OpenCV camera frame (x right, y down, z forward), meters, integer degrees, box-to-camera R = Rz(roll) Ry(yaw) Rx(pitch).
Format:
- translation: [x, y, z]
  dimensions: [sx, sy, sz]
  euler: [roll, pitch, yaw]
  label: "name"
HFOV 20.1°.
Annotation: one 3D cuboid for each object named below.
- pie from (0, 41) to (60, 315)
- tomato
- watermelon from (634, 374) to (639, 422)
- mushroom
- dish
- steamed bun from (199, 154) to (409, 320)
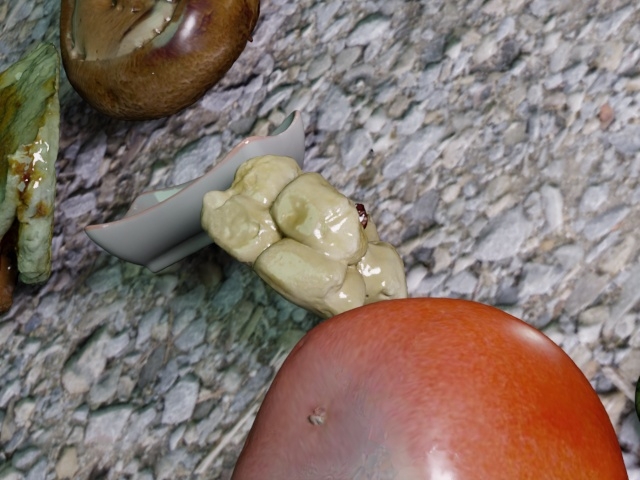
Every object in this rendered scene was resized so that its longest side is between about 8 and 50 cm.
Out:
- translation: [-0.320, -0.079, 1.923]
  dimensions: [0.274, 0.105, 0.257]
  euler: [-101, 31, -45]
  label: "pie"
- translation: [0.065, 0.208, 1.399]
  dimensions: [0.341, 0.273, 0.341]
  euler: [-17, 58, 29]
  label: "tomato"
- translation: [0.288, 0.120, 1.419]
  dimensions: [0.105, 0.062, 0.105]
  euler: [-22, 56, 38]
  label: "watermelon"
- translation: [-0.173, -0.241, 1.898]
  dimensions: [0.253, 0.153, 0.253]
  euler: [-19, 61, 37]
  label: "mushroom"
- translation: [-0.109, -0.039, 1.772]
  dimensions: [0.212, 0.151, 0.077]
  euler: [-27, 94, 23]
  label: "dish"
- translation: [0.000, 0.000, 1.623]
  dimensions: [0.106, 0.177, 0.192]
  euler: [-54, 46, 8]
  label: "steamed bun"
